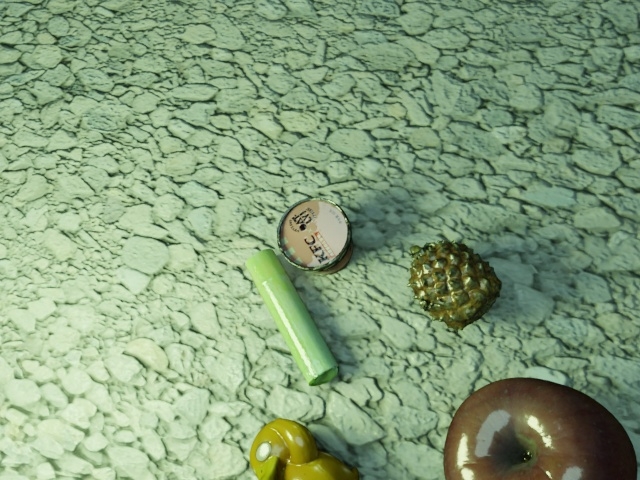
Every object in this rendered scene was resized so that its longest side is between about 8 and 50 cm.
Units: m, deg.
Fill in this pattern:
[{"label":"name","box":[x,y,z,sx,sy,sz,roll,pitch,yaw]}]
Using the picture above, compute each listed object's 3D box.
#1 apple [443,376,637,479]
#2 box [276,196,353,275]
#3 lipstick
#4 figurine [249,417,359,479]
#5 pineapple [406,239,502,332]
[{"label":"apple","box":[0.365,0.374,1.160,0.306,0.235,0.305,-15,56,23]},{"label":"box","box":[0.000,0.000,1.428,0.151,0.135,0.151,-4,75,14]},{"label":"lipstick","box":[-0.060,0.157,1.423,0.076,0.076,0.304,-31,69,2]},{"label":"figurine","box":[-0.034,0.450,1.283,0.228,0.215,0.215,22,78,4]},{"label":"pineapple","box":[0.245,0.075,1.335,0.166,0.166,0.193,-45,66,-3]}]
